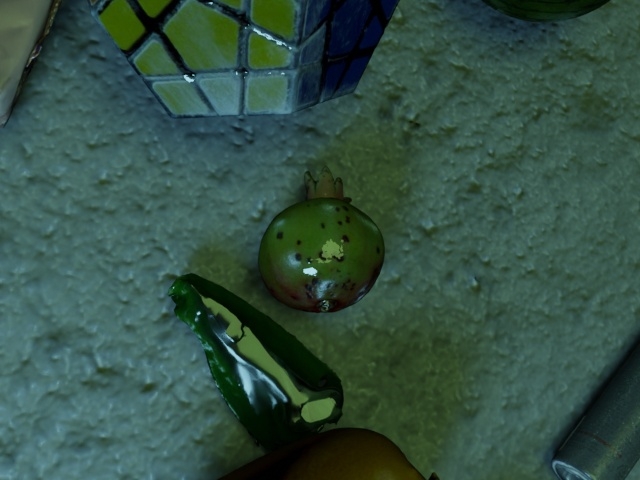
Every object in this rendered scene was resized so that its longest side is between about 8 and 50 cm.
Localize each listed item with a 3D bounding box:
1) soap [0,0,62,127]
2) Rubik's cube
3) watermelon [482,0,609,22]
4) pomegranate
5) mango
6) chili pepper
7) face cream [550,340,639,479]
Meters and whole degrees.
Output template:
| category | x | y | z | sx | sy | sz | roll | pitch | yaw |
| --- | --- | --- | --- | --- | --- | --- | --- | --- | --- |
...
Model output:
| category | x | y | z | sx | sy | sz | roll | pitch | yaw |
| --- | --- | --- | --- | --- | --- | --- | --- | --- | --- |
| soap | -0.394 | -0.233 | 0.682 | 0.273 | 0.098 | 0.218 | 21 | 66 | -15 |
| Rubik's cube | -0.076 | -0.263 | 0.701 | 0.264 | 0.319 | 0.319 | 33 | 68 | 20 |
| watermelon | 0.276 | -0.379 | 0.854 | 0.242 | 0.242 | 0.242 | 4 | 77 | -17 |
| pomegranate | -0.005 | 0.005 | 0.754 | 0.129 | 0.159 | 0.129 | -7 | 124 | -11 |
| mango | -0.021 | 0.270 | 0.647 | 0.287 | 0.201 | 0.152 | -17 | 59 | -32 |
| chili pepper | -0.072 | 0.119 | 0.729 | 0.216 | 0.062 | 0.108 | 44 | 69 | -3 |
| face cream | 0.380 | 0.181 | 0.855 | 0.073 | 0.073 | 0.283 | 47 | 69 | -3 |
